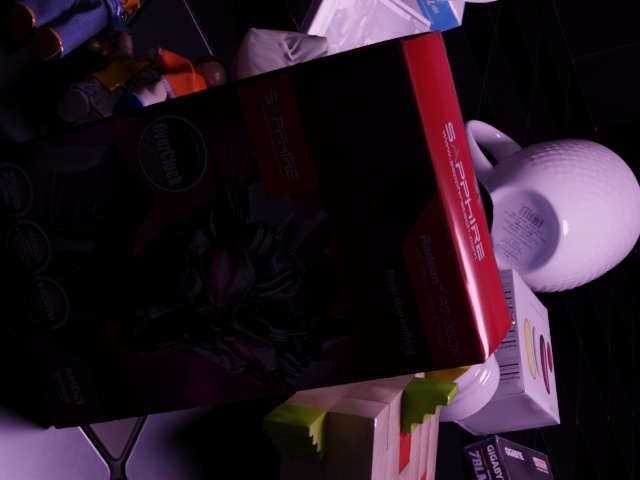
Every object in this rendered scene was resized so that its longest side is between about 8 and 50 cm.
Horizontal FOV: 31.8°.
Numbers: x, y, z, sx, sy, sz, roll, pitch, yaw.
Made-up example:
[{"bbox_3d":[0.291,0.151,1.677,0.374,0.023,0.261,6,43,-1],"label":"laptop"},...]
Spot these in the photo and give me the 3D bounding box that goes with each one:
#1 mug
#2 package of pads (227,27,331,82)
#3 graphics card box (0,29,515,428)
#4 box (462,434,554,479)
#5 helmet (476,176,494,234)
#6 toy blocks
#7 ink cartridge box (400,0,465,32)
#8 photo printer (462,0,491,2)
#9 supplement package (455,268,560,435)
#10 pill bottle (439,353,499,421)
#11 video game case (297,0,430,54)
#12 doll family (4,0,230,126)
[{"bbox_3d":[0.385,-0.076,2.065,0.374,0.276,0.328,51,28,13],"label":"mug"},{"bbox_3d":[-0.057,-0.018,1.080,0.229,0.101,0.296,130,-40,-62],"label":"package of pads"},{"bbox_3d":[-0.065,0.000,0.848,0.094,0.371,0.233,-36,113,-65],"label":"graphics card box"},{"bbox_3d":[0.349,0.485,1.849,0.295,0.073,0.293,34,39,-59],"label":"box"},{"bbox_3d":[0.156,-0.038,1.599,0.161,0.169,0.169,-2,80,-57],"label":"helmet"},{"bbox_3d":[0.050,0.265,1.232,0.381,0.191,0.261,-27,121,-68],"label":"toy blocks"},{"bbox_3d":[0.108,-0.345,1.616,0.082,0.191,0.139,59,29,-33],"label":"ink cartridge box"},{"bbox_3d":[0.114,-0.422,1.486,0.107,0.307,0.256,107,-25,-43],"label":"photo printer"},{"bbox_3d":[0.277,0.183,1.794,0.194,0.149,0.203,40,43,-55],"label":"supplement package"},{"bbox_3d":[0.131,0.106,1.491,0.283,0.160,0.160,58,31,-37],"label":"pill bottle"},{"bbox_3d":[0.044,-0.234,1.404,0.190,0.022,0.173,22,94,-47],"label":"video game case"},{"bbox_3d":[-0.194,-0.183,1.003,0.263,0.118,0.163,55,35,-7],"label":"doll family"}]
